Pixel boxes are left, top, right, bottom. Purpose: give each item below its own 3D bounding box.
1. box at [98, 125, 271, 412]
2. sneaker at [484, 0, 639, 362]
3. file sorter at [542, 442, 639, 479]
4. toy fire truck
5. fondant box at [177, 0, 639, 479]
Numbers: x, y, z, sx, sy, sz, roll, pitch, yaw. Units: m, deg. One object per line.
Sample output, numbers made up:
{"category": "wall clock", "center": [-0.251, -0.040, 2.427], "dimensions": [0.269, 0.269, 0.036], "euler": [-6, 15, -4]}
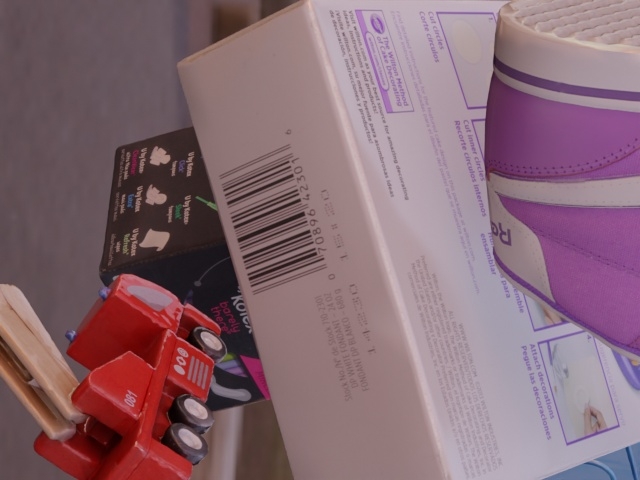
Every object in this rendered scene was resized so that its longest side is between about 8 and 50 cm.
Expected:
{"category": "box", "center": [0.000, 0.000, 1.237], "dimensions": [0.143, 0.270, 0.165], "euler": [-90, 161, -47]}
{"category": "sneaker", "center": [0.211, -0.014, 0.739], "dimensions": [0.102, 0.282, 0.161], "euler": [-55, 149, -63]}
{"category": "file sorter", "center": [0.213, 0.187, 1.448], "dimensions": [0.170, 0.118, 0.104], "euler": [-57, 140, -41]}
{"category": "toy fire truck", "center": [-0.113, 0.058, 0.729], "dimensions": [0.047, 0.135, 0.192], "euler": [-49, -166, 22]}
{"category": "fondant box", "center": [0.097, 0.000, 0.908], "dimensions": [0.330, 0.096, 0.238], "euler": [-9, 80, -49]}
